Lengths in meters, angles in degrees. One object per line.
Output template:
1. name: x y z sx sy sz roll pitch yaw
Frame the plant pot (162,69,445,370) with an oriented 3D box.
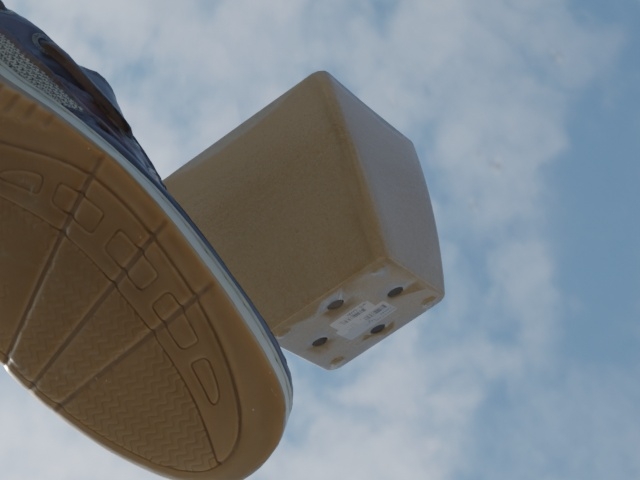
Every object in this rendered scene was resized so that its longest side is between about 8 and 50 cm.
1. plant pot: 0.000 0.000 0.832 0.109 0.096 0.109 -34 -31 15

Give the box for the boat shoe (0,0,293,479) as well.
1. boat shoe: -0.112 -0.027 0.651 0.285 0.092 0.103 42 -62 4
